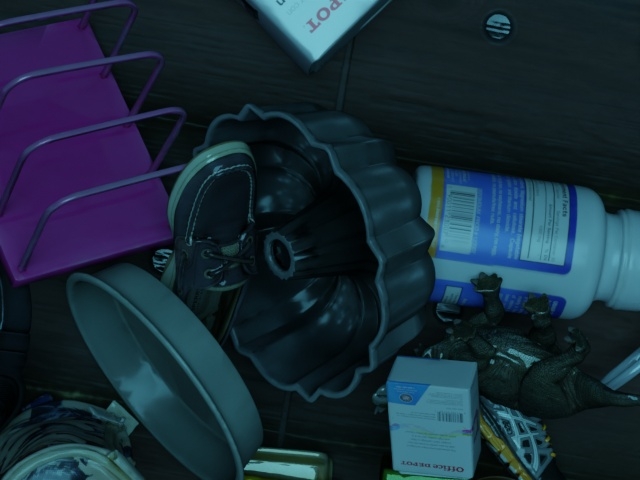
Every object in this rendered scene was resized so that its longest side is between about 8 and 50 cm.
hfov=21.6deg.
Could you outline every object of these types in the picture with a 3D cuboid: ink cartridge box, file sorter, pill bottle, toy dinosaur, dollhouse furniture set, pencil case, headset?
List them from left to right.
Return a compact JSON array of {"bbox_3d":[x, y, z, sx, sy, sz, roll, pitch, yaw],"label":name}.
[{"bbox_3d":[-0.451,0.158,1.800,0.243,0.185,0.394,11,89,34],"label":"headset"},{"bbox_3d":[-0.268,-0.138,1.770,0.202,0.182,0.290,-16,71,-29],"label":"file sorter"},{"bbox_3d":[-0.261,0.258,1.731,0.160,0.410,0.183,37,85,-10],"label":"pencil case"},{"bbox_3d":[-0.036,-0.373,1.872,0.226,0.131,0.306,-45,90,-1],"label":"ink cartridge box"},{"bbox_3d":[0.004,0.338,1.863,0.302,0.151,0.197,5,90,-1],"label":"dollhouse furniture set"},{"bbox_3d":[0.120,0.187,1.763,0.089,0.052,0.122,4,123,15],"label":"ink cartridge box"},{"bbox_3d":[0.215,0.134,1.803,0.314,0.160,0.121,5,49,9],"label":"toy dinosaur"},{"bbox_3d":[0.230,0.006,1.867,0.272,0.152,0.152,8,90,-2],"label":"pill bottle"}]

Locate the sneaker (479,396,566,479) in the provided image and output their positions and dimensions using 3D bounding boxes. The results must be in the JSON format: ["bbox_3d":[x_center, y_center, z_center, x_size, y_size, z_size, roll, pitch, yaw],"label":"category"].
[{"bbox_3d":[0.225,0.214,1.903,0.083,0.084,0.215,-38,90,-6],"label":"sneaker"}]

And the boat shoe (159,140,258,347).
[{"bbox_3d":[-0.108,0.016,1.754,0.103,0.285,0.092,-13,54,-28],"label":"boat shoe"}]

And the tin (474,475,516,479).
[{"bbox_3d":[0.147,0.321,1.777,0.190,0.040,0.106,-23,104,4],"label":"tin"}]

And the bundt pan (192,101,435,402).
[{"bbox_3d":[0.000,0.000,1.807,0.124,0.331,0.330,-21,91,-38],"label":"bundt pan"}]

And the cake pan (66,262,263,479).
[{"bbox_3d":[-0.163,0.141,1.806,0.054,0.293,0.293,-38,91,-22],"label":"cake pan"}]

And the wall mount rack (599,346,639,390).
[{"bbox_3d":[0.467,0.102,1.795,0.350,0.304,0.130,-39,88,0],"label":"wall mount rack"}]
